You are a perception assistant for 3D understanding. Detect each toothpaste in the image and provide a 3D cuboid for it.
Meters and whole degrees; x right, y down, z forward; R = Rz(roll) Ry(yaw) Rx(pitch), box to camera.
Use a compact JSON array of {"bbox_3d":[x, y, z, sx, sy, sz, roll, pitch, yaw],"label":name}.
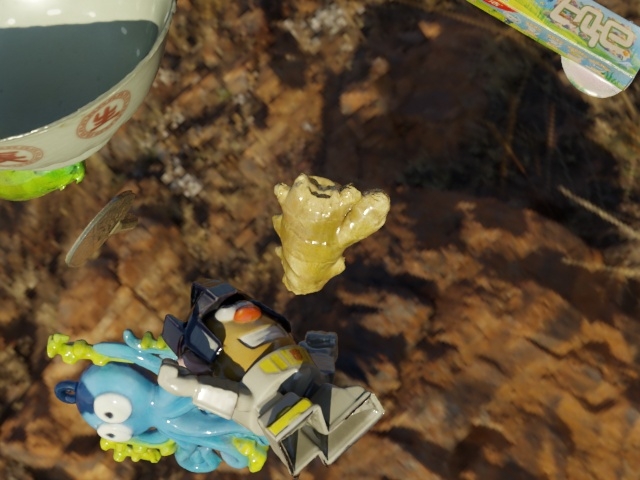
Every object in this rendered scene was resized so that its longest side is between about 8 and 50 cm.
[{"bbox_3d":[0.223,-0.211,1.209,0.193,0.044,0.070,31,81,6],"label":"toothpaste"}]

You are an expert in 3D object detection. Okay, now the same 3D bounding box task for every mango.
[{"bbox_3d":[-0.356,-0.101,1.534,0.119,0.100,0.178,-17,13,-40],"label":"mango"}]

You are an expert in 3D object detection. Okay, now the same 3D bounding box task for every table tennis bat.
[{"bbox_3d":[-0.297,-0.019,1.740,0.131,0.022,0.234,-52,-2,6],"label":"table tennis bat"}]

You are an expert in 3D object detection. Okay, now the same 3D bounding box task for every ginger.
[{"bbox_3d":[-0.009,-0.009,1.454,0.205,0.115,0.081,-52,36,42],"label":"ginger"}]

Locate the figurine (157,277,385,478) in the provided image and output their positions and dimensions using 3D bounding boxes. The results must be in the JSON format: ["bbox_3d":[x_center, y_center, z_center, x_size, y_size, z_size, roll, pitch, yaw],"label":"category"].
[{"bbox_3d":[-0.079,0.167,1.573,0.308,0.308,0.143,39,102,50],"label":"figurine"}]

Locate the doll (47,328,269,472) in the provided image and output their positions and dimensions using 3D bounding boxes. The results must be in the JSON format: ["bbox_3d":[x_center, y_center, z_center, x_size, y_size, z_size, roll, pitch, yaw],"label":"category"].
[{"bbox_3d":[-0.237,0.265,1.865,0.341,0.346,0.099,12,50,7],"label":"doll"}]

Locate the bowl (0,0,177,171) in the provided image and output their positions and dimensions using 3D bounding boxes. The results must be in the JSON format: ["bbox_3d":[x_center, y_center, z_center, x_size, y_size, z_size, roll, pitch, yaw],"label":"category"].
[{"bbox_3d":[-0.290,-0.173,1.246,0.337,0.157,0.337,-5,52,7],"label":"bowl"}]
